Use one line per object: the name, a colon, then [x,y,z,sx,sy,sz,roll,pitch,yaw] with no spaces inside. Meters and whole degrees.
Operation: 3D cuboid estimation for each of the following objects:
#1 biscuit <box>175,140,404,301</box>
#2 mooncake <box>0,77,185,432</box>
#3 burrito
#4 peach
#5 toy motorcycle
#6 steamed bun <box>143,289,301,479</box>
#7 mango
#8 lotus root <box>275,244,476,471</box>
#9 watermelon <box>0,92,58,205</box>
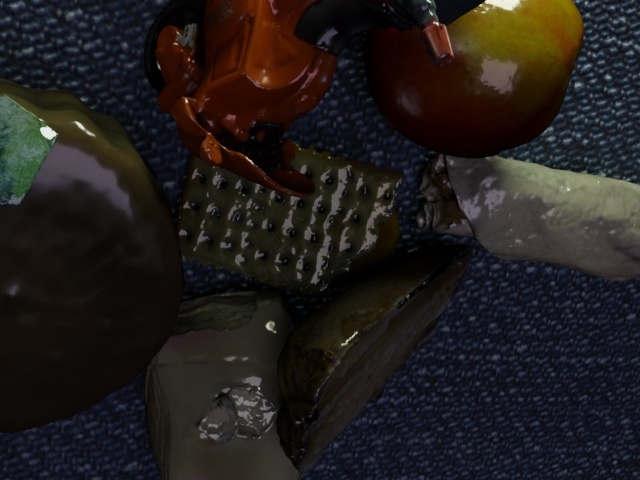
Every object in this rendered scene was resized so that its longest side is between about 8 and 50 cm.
biscuit: [-0.037,-0.023,0.791,0.203,0.016,0.144,16,95,4]
mooncake: [-0.267,0.007,0.701,0.290,0.161,0.291,-6,113,-16]
burrito: [0.287,-0.019,0.927,0.391,0.076,0.117,11,112,-20]
peach: [0.129,-0.166,0.764,0.197,0.197,0.198,-6,111,-16]
toy motorcycle: [-0.008,-0.159,0.659,0.325,0.221,0.147,-28,160,26]
steamed bun: [-0.087,0.176,0.824,0.169,0.153,0.239,-6,112,-9]
mango: [0.000,0.000,0.836,0.160,0.076,0.103,-20,116,-5]
lotus root: [0.052,0.078,0.805,0.329,0.078,0.167,-32,150,-52]
watermelon: [-0.213,-0.052,0.568,0.084,0.092,0.072,-44,150,7]
